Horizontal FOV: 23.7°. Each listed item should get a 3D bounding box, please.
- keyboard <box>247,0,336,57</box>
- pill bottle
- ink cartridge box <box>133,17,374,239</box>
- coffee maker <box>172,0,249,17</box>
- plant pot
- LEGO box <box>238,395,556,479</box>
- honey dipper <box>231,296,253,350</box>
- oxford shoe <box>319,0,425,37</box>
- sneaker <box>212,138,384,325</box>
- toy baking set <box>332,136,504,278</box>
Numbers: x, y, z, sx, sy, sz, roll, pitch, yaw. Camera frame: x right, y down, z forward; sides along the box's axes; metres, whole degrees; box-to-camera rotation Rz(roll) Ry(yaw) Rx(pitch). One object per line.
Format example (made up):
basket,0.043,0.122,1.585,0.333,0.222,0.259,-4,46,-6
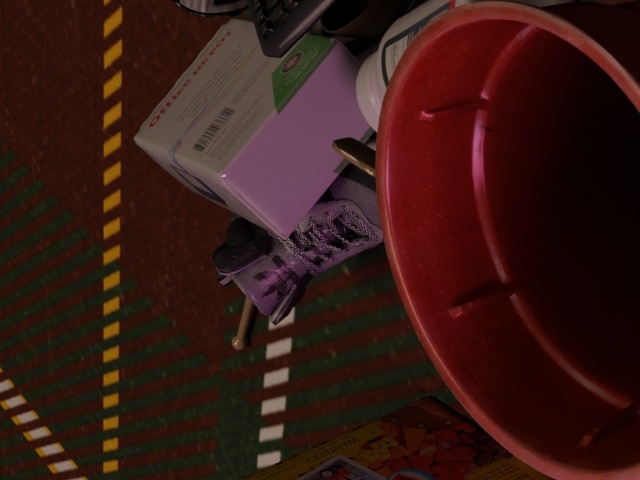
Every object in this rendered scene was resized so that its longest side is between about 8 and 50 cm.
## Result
keyboard,0.029,-0.302,1.150,0.317,0.033,0.202,-42,46,38
pill bottle,0.105,-0.136,1.157,0.180,0.108,0.108,-23,87,60
ink cartridge box,-0.055,-0.105,1.343,0.093,0.154,0.212,43,171,-30
coffee maker,-0.108,-0.322,1.408,0.171,0.120,0.178,-106,22,-45
plant pot,0.218,-0.032,0.882,0.272,0.265,0.272,35,135,45
LEGO box,0.009,0.359,1.206,0.372,0.500,0.193,29,131,48
honey dipper,-0.077,0.069,1.640,0.030,0.030,0.161,52,146,28
oxford shoe,0.053,-0.243,1.194,0.083,0.096,0.227,53,143,31
sneaker,0.000,0.000,1.339,0.101,0.153,0.268,46,159,-21
toy baking set,0.135,-0.011,1.061,0.197,0.256,0.030,52,127,49
